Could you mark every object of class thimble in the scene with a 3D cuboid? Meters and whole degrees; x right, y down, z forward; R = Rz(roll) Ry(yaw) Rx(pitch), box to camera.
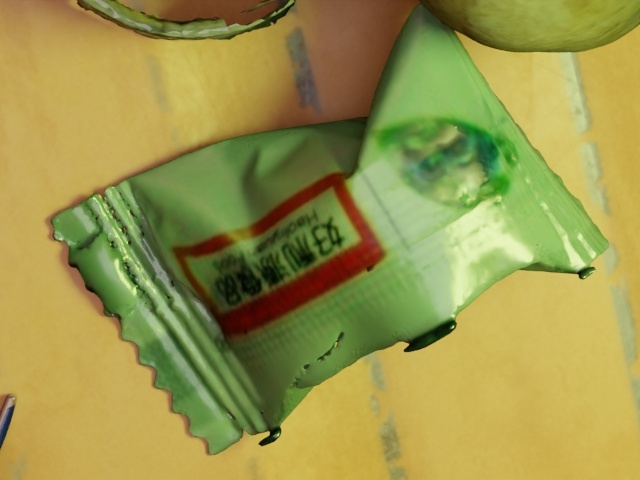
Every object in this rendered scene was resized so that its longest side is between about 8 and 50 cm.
[{"bbox_3d":[-0.100,-0.288,1.412,0.271,0.150,0.270,-1,97,-6],"label":"thimble"}]

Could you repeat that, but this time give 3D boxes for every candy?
[{"bbox_3d":[0.001,-0.001,1.473,0.398,0.172,0.262,-29,89,18],"label":"candy"}]

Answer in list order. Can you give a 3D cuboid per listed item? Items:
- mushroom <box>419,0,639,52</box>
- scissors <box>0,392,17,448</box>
[{"bbox_3d":[0.165,-0.307,1.346,0.260,0.352,0.352,-17,99,25],"label":"mushroom"},{"bbox_3d":[-0.293,0.180,1.515,0.039,0.012,0.113,18,95,-8],"label":"scissors"}]
